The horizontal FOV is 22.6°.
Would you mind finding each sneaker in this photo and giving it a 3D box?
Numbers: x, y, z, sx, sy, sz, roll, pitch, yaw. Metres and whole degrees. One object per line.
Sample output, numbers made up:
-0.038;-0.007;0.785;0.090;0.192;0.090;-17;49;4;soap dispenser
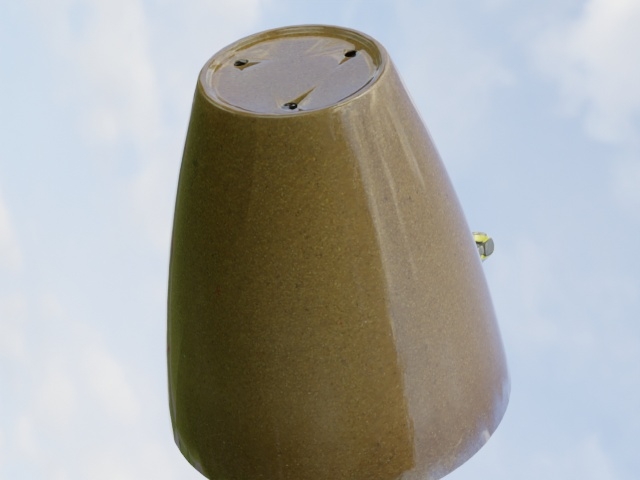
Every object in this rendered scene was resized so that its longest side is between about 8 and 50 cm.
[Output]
0.100;0.013;1.313;0.035;0.083;0.031;94;-4;-64;sneaker

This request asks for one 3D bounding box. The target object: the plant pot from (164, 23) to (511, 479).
0.000;0.000;1.029;0.237;0.237;0.254;42;-32;48;plant pot
